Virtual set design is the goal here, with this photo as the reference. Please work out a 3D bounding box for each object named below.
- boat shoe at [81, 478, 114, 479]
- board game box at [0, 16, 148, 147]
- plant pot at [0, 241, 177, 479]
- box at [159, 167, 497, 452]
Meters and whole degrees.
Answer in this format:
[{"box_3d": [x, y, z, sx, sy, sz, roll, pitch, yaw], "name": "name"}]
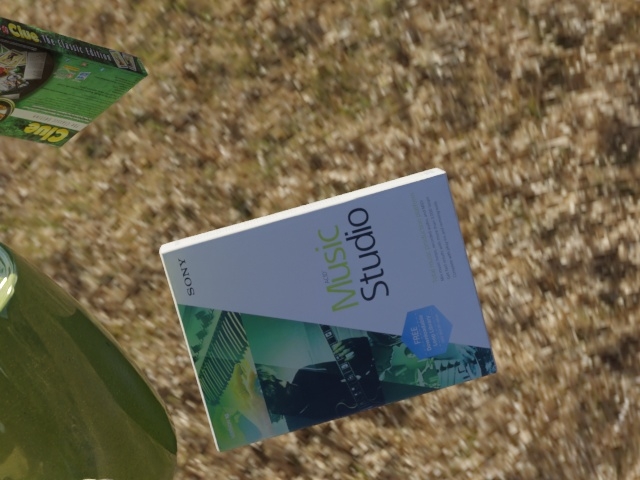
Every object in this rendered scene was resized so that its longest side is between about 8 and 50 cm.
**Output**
[{"box_3d": [-0.204, 0.255, 1.190, 0.132, 0.355, 0.130, -10, 55, 40], "name": "boat shoe"}, {"box_3d": [-0.295, -0.152, 1.434, 0.136, 0.259, 0.030, -37, 67, 23], "name": "board game box"}, {"box_3d": [-0.304, 0.140, 1.430, 0.274, 0.293, 0.275, -7, 48, 8], "name": "plant pot"}, {"box_3d": [0.009, 0.075, 1.636, 0.322, 0.058, 0.232, -16, 97, -1], "name": "box"}]
